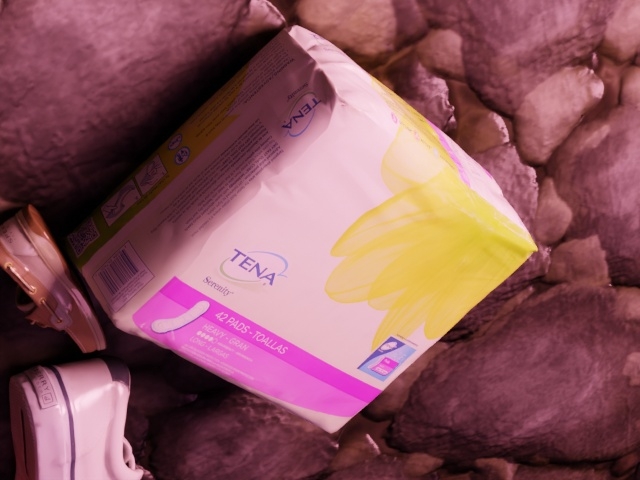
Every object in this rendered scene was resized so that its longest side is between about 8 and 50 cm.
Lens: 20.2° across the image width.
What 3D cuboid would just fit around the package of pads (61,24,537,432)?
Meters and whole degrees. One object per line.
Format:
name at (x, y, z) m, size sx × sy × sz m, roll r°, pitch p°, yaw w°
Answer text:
package of pads at (0.000, 0.000, 1.264) m, size 0.229 × 0.101 × 0.296 m, roll -43°, pitch 143°, yaw 12°

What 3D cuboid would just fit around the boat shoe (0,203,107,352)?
boat shoe at (-0.185, 0.032, 1.204) m, size 0.045 × 0.050 × 0.135 m, roll -28°, pitch 133°, yaw -4°

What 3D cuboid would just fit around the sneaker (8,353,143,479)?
sneaker at (-0.177, 0.191, 1.341) m, size 0.091 × 0.094 × 0.258 m, roll -13°, pitch 138°, yaw -21°
